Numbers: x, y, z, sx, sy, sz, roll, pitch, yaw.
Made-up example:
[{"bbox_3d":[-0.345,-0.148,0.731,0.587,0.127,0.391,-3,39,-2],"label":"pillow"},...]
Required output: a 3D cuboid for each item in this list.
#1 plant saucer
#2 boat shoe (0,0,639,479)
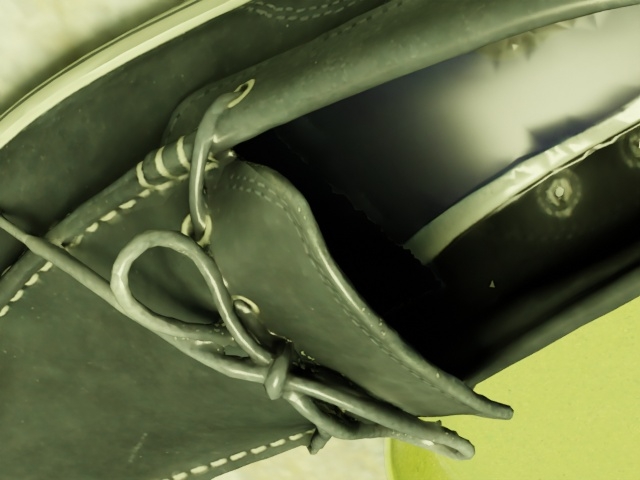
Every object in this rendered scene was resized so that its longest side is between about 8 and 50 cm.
[{"bbox_3d":[0.147,0.075,0.882,0.241,0.037,0.241,-2,130,-3],"label":"plant saucer"},{"bbox_3d":[0.000,0.000,0.730,0.500,0.156,0.187,-32,127,22],"label":"boat shoe"}]
